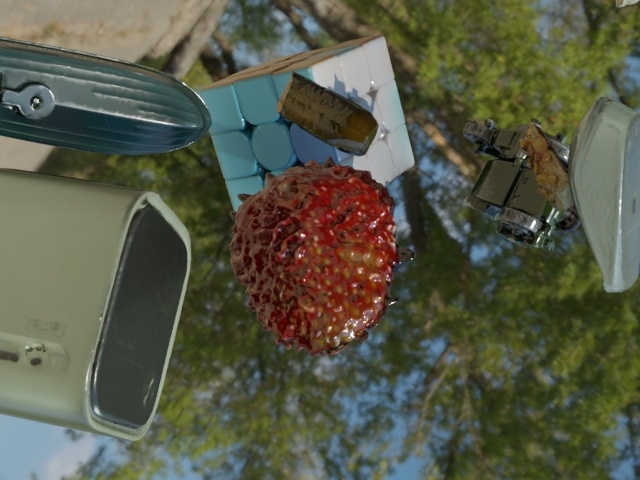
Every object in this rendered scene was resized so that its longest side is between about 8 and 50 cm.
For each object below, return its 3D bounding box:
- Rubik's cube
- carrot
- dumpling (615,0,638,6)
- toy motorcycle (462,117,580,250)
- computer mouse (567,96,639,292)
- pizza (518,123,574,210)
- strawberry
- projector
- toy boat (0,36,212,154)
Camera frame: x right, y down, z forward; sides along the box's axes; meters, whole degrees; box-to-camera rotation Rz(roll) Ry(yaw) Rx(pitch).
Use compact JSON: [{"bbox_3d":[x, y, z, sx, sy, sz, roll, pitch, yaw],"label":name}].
[{"bbox_3d":[-0.021,-0.227,2.035,0.292,0.290,0.291,-5,-162,34],"label":"Rubik's cube"},{"bbox_3d":[0.008,-0.199,1.588,0.082,0.173,0.082,-59,171,-16],"label":"carrot"},{"bbox_3d":[0.475,-0.388,1.517,0.076,0.052,0.057,-20,175,-28],"label":"dumpling"},{"bbox_3d":[0.331,-0.099,1.677,0.275,0.127,0.205,23,-93,55],"label":"toy motorcycle"},{"bbox_3d":[0.334,-0.052,1.167,0.079,0.231,0.128,2,-169,34],"label":"computer mouse"},{"bbox_3d":[0.317,-0.099,1.412,0.041,0.131,0.178,-26,-167,7],"label":"pizza"},{"bbox_3d":[0.000,0.000,1.266,0.233,0.137,0.306,-21,-146,-5],"label":"strawberry"},{"bbox_3d":[-0.302,0.066,1.078,0.248,0.249,0.248,68,33,-73],"label":"projector"},{"bbox_3d":[-0.266,-0.164,1.198,0.122,0.296,0.114,37,-64,54],"label":"toy boat"}]
